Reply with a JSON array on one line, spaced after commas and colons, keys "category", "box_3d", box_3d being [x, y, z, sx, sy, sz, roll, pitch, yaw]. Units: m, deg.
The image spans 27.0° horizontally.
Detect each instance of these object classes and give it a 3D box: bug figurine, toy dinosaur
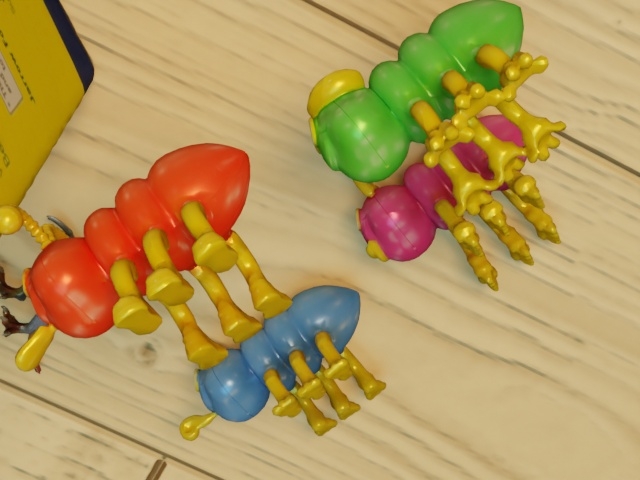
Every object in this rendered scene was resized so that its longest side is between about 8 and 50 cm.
[{"category": "bug figurine", "box_3d": [0.000, 0.000, 0.540, 0.216, 0.279, 0.072, -35, 69, 0]}, {"category": "toy dinosaur", "box_3d": [-0.115, 0.017, 0.640, 0.082, 0.047, 0.090, -14, 148, 0]}]

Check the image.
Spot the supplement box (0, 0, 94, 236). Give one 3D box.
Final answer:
[{"category": "supplement box", "box_3d": [-0.230, -0.044, 0.427, 0.194, 0.356, 0.195, -19, 113, 12]}]
